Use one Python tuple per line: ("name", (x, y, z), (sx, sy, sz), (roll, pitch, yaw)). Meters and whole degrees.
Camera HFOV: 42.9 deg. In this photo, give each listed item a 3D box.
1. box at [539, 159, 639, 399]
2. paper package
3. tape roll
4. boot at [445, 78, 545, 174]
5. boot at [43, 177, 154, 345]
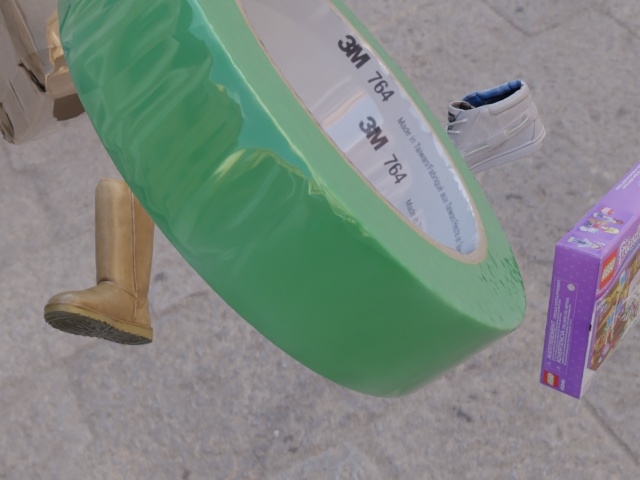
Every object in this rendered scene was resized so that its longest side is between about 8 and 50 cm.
("box", (0.371, 0.035, 1.022), (0.057, 0.201, 0.293), (20, 37, 33))
("paper package", (-0.211, -0.253, 0.913), (0.324, 0.168, 0.309), (-26, 9, -25))
("tape roll", (-0.002, -0.065, 0.489), (0.077, 0.321, 0.321), (-36, 45, 21))
("boot", (0.212, -0.162, 1.268), (0.258, 0.123, 0.095), (-23, 36, 9))
("boot", (-0.358, 0.023, 1.342), (0.089, 0.236, 0.270), (-11, 69, 19))
